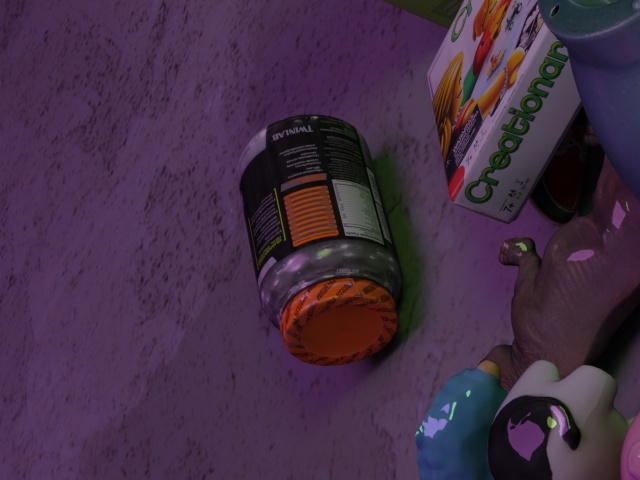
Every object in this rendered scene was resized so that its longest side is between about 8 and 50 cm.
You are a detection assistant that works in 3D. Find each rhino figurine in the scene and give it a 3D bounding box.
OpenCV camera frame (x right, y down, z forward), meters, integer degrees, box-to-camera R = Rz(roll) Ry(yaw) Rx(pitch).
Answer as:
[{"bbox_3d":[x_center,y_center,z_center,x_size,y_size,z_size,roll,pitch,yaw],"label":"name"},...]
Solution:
[{"bbox_3d":[0.160,0.043,1.038,0.243,0.073,0.106,-59,31,24],"label":"rhino figurine"}]

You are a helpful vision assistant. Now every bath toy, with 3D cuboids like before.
[{"bbox_3d":[0.192,0.158,0.866,0.348,0.151,0.129,-3,46,55],"label":"bath toy"}]

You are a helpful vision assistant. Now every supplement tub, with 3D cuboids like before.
[{"bbox_3d":[0.000,0.000,1.268,0.117,0.117,0.190,-47,40,36],"label":"supplement tub"}]

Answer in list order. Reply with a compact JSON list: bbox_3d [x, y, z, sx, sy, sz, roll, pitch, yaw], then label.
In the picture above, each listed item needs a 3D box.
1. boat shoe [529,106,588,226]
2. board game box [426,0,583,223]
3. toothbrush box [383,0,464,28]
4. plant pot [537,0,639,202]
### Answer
[{"bbox_3d":[0.170,-0.075,1.105,0.043,0.049,0.137,-34,43,46],"label":"boat shoe"},{"bbox_3d":[0.165,-0.186,1.049,0.193,0.053,0.305,-93,26,-58],"label":"board game box"},{"bbox_3d":[0.053,-0.300,1.169,0.206,0.283,0.122,-41,44,43],"label":"toothbrush box"},{"bbox_3d":[0.240,-0.130,0.812,0.293,0.196,0.293,-45,27,31],"label":"plant pot"}]
